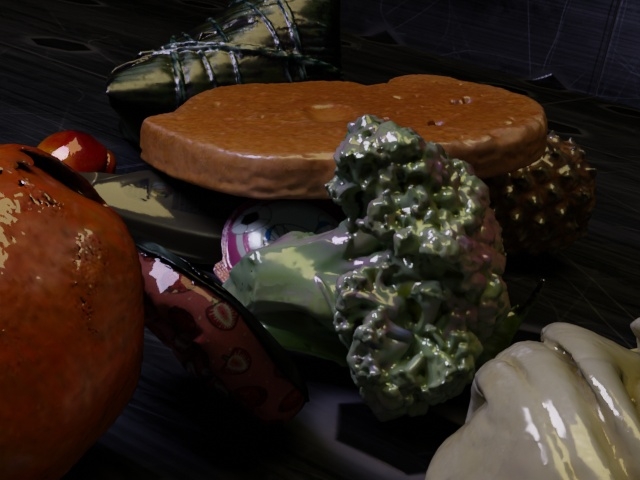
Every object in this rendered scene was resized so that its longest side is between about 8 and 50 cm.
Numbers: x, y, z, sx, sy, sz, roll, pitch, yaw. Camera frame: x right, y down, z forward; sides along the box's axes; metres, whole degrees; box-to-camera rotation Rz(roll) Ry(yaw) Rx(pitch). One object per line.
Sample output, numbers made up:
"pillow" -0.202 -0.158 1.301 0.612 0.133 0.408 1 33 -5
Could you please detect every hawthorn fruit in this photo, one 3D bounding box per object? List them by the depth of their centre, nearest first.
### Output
"hawthorn fruit" -0.217 0.077 0.650 0.211 0.211 0.299 11 36 1

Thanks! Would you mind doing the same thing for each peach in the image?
"peach" -0.287 -0.075 1.236 0.101 0.100 0.101 10 18 -3

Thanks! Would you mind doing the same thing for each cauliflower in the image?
"cauliflower" 0.031 0.035 0.943 0.315 0.256 0.239 -5 -25 -1

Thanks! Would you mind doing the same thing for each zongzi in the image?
"zongzi" -0.096 -0.254 1.486 0.383 0.362 0.319 5 0 -13

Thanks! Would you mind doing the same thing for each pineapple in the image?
"pineapple" 0.163 -0.054 1.372 0.361 0.175 0.175 -5 20 -7

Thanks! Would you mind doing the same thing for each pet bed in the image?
"pet bed" -0.088 0.068 0.811 0.201 0.053 0.201 39 -12 10

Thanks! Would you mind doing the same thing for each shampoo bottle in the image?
"shampoo bottle" -0.134 -0.027 1.177 0.350 0.084 0.125 6 34 -14

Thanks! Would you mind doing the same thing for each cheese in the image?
"cheese" 0.000 0.000 1.113 0.244 0.062 0.155 -26 70 -34

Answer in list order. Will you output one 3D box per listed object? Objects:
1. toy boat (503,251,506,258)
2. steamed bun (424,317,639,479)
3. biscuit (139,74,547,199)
"toy boat" 0.127 0.012 1.255 0.172 0.066 0.065 14 15 6
"steamed bun" 0.194 0.139 0.645 0.289 0.203 0.276 1 15 -9
"biscuit" 0.030 -0.117 1.204 0.455 0.078 0.350 -5 17 -13
